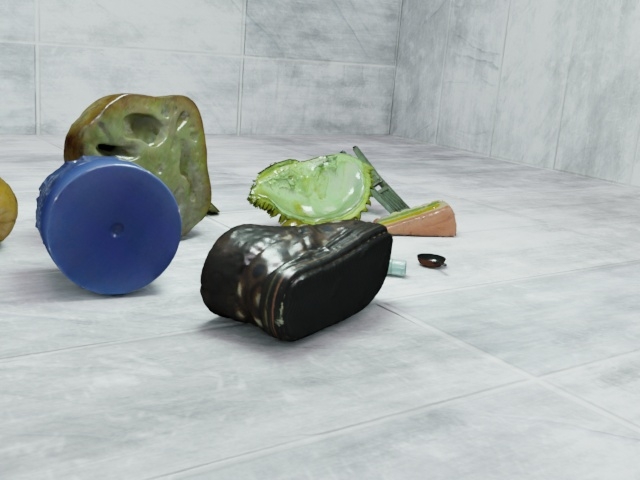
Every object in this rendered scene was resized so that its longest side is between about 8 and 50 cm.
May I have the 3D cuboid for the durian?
[{"bbox_3d":[-0.011,-0.123,2.069,0.395,0.198,0.163,-5,19,-27],"label":"durian"}]

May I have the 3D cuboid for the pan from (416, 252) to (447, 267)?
[{"bbox_3d":[0.266,0.053,1.805,0.069,0.023,0.115,2,12,-14],"label":"pan"}]

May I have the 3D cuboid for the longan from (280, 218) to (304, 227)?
[{"bbox_3d":[-0.074,-0.020,1.902,0.083,0.075,0.075,2,11,27],"label":"longan"}]

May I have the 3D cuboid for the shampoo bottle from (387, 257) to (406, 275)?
[{"bbox_3d":[0.096,0.049,1.733,0.191,0.041,0.069,7,9,9],"label":"shampoo bottle"}]

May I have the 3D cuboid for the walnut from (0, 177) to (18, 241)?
[{"bbox_3d":[-0.758,-0.070,1.669,0.195,0.195,0.222,-7,11,-38],"label":"walnut"}]

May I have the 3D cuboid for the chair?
[{"bbox_3d":[0.125,-0.141,2.375,0.270,0.147,0.136,51,25,2],"label":"chair"}]

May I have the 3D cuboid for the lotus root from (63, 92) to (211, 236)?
[{"bbox_3d":[-0.406,-0.180,1.824,0.111,0.374,0.390,5,-27,42],"label":"lotus root"}]

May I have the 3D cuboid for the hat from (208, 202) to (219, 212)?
[{"bbox_3d":[-0.358,-0.104,2.176,0.146,0.067,0.146,41,-7,6],"label":"hat"}]

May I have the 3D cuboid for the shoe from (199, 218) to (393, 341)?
[{"bbox_3d":[-0.043,0.049,1.427,0.237,0.171,0.384,18,27,31],"label":"shoe"}]

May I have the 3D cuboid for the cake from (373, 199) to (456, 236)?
[{"bbox_3d":[0.261,-0.063,2.143,0.226,0.090,0.109,0,18,-13],"label":"cake"}]

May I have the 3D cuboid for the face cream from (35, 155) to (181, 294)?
[{"bbox_3d":[-0.417,-0.038,1.511,0.249,0.248,0.225,-2,10,-25],"label":"face cream"}]
